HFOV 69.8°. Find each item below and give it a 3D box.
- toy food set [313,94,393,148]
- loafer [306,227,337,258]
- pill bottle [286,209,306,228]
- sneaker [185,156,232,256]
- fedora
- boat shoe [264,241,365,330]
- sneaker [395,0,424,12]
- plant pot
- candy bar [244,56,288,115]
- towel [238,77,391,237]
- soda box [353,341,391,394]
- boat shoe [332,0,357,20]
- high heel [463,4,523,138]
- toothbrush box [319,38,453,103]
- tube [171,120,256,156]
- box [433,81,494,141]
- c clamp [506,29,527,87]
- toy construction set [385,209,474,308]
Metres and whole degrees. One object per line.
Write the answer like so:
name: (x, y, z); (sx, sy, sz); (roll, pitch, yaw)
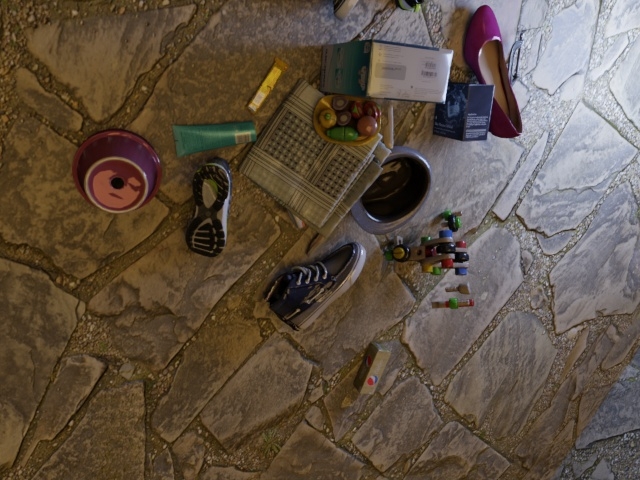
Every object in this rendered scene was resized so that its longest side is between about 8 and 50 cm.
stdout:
toy food set: (0.089, -0.310, 1.169); (0.217, 0.071, 0.128); (7, 91, -1)
loafer: (0.000, 0.000, 1.408); (0.125, 0.039, 0.045); (-48, 153, 4)
pill bottle: (-0.018, -0.103, 1.328); (0.152, 0.086, 0.086); (-28, 118, -10)
sneaker: (-0.280, -0.084, 1.213); (0.111, 0.121, 0.300); (17, 124, -5)
fedora: (0.194, -0.162, 1.370); (0.275, 0.124, 0.244); (-43, 119, 5)
boat shoe: (-0.019, 0.116, 1.386); (0.340, 0.127, 0.158); (-50, 127, 2)
sneaker: (0.254, -0.724, 1.195); (0.084, 0.097, 0.235); (-11, 113, -19)
plant pot: (-0.472, -0.148, 1.068); (0.201, 0.180, 0.201); (-8, 113, -19)
candy bar: (-0.142, -0.401, 1.200); (0.040, 0.018, 0.161); (32, 96, -26)
towel: (-0.012, -0.217, 1.236); (0.324, 0.056, 0.312); (36, 93, -4)
soda box: (0.185, 0.459, 1.646); (0.061, 0.058, 0.181); (15, 104, -27)
boat shoe: (0.083, -0.703, 1.126); (0.105, 0.113, 0.306); (22, 98, -21)
high heel: (0.532, -0.494, 1.351); (0.127, 0.181, 0.377); (-23, 117, -13)
toothbrush box: (0.150, -0.422, 1.156); (0.216, 0.295, 0.126); (-2, 109, -21)
tube: (-0.271, -0.269, 1.183); (0.207, 0.052, 0.080); (-11, 109, -13)
box: (0.420, -0.385, 1.362); (0.093, 0.156, 0.158); (-6, 112, -19)
c clamp: (0.612, -0.560, 1.427); (0.137, 0.022, 0.161); (-37, 135, -43)
toy construction set: (0.355, 0.086, 1.508); (0.237, 0.257, 0.309); (-9, 101, 28)
